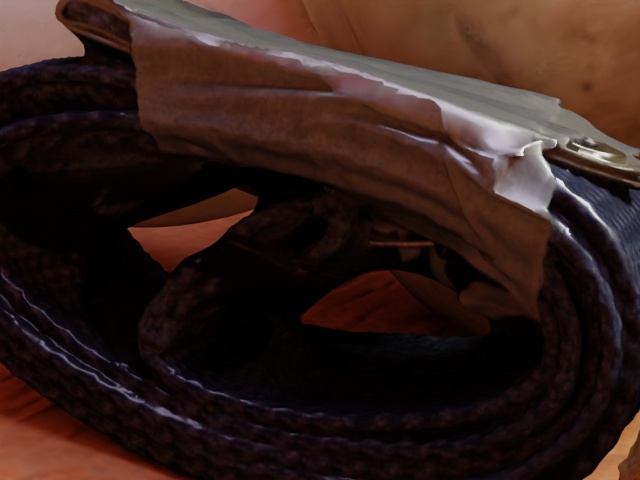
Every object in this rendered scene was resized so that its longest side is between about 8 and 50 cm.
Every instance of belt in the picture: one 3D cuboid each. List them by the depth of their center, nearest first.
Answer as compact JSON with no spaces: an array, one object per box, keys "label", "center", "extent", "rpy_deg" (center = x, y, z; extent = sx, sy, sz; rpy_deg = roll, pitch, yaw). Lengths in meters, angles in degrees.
[{"label":"belt","center":[0.000,0.000,0.584],"extent":[0.231,0.139,0.126],"rpy_deg":[16,15,16]}]

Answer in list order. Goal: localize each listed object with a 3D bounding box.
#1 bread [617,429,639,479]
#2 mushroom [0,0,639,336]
[{"label":"bread","center":[0.150,0.063,0.483],"extent":[0.169,0.140,0.160],"rpy_deg":[18,25,1]},{"label":"mushroom","center":[0.045,-0.107,0.762],"extent":[0.356,0.315,0.315],"rpy_deg":[5,6,38]}]
